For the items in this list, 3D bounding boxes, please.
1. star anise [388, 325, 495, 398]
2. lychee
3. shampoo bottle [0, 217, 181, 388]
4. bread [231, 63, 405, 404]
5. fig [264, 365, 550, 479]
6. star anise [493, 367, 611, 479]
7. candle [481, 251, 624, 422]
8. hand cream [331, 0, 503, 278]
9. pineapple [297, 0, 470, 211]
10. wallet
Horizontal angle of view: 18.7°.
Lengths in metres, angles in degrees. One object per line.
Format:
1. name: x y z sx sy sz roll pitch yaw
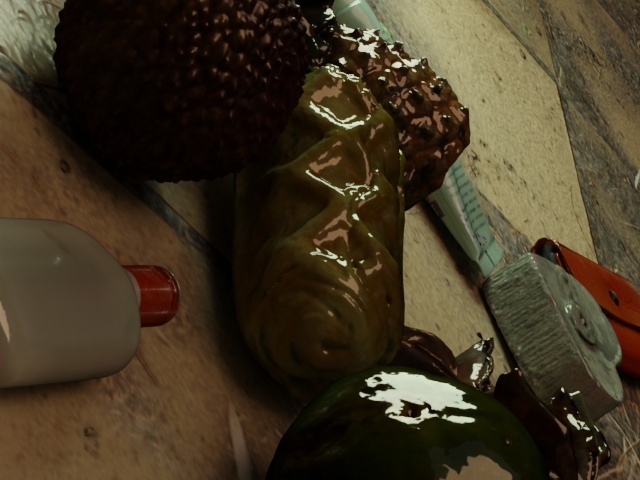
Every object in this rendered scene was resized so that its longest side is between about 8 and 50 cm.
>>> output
1. star anise: 0.108 0.150 1.566 0.208 0.063 0.172 13 54 -59
2. lychee: -0.097 -0.135 1.374 0.194 0.194 0.194 45 25 -27
3. shampoo bottle: -0.155 0.035 1.173 0.108 0.051 0.221 60 22 14
4. bread: 0.000 0.000 1.432 0.152 0.130 0.268 86 3 -46
5. fig: 0.056 0.209 1.266 0.195 0.195 0.245 -40 132 -68
6. star anise: 0.183 0.236 1.506 0.288 0.088 0.288 22 63 -52
7. candle: 0.227 0.089 1.890 0.168 0.068 0.192 50 19 -15
8. hand cream: 0.086 -0.116 1.882 0.331 0.058 0.085 56 20 -3
9. pineapple: -0.029 -0.175 1.585 0.364 0.165 0.165 48 24 -20
10. wallet: 0.306 0.080 2.100 0.204 0.045 0.142 23 39 -55
